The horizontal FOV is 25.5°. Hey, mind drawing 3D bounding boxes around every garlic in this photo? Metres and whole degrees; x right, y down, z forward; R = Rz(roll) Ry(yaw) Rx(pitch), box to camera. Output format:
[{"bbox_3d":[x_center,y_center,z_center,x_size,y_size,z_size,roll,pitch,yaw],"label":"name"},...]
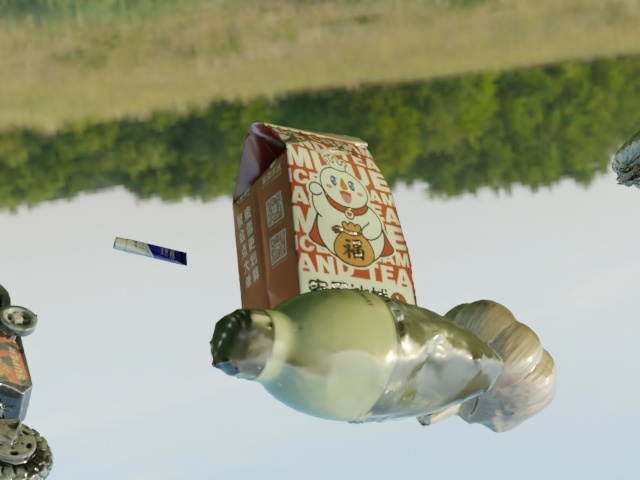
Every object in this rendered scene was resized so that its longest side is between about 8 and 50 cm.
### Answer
[{"bbox_3d":[0.233,0.217,2.131,0.212,0.218,0.219,-43,-158,-29],"label":"garlic"}]

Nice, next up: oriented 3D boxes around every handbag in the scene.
[{"bbox_3d":[0.000,0.000,1.660,0.171,0.298,0.151,9,150,-29],"label":"handbag"}]

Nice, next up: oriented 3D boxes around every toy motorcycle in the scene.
[{"bbox_3d":[-0.362,0.129,1.361,0.173,0.108,0.307,1,-145,-27],"label":"toy motorcycle"}]

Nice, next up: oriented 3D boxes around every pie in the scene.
[{"bbox_3d":[0.493,-0.136,1.980,0.163,0.079,0.193,-35,168,-15],"label":"pie"}]

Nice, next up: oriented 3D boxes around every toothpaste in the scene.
[{"bbox_3d":[-0.188,0.011,1.566,0.083,0.015,0.024,14,-145,-16],"label":"toothpaste"}]

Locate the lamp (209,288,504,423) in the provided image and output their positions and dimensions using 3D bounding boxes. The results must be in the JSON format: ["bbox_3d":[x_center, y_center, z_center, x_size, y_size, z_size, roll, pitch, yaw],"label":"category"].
[{"bbox_3d":[0.033,0.087,1.049,0.250,0.101,0.101,11,172,-33],"label":"lamp"}]
